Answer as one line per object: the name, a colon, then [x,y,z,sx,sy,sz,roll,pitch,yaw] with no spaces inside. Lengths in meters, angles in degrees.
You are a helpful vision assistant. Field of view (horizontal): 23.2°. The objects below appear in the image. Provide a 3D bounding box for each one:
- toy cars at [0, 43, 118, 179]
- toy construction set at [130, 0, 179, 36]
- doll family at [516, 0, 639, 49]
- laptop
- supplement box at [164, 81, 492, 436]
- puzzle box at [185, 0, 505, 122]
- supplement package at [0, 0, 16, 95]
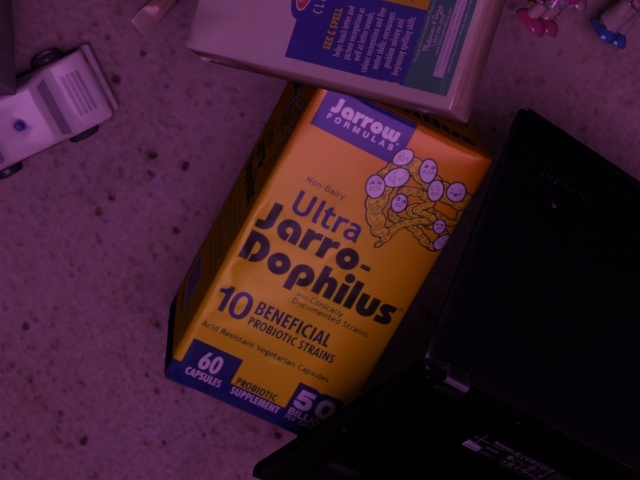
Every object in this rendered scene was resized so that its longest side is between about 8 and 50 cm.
toy cars: [-0.410,-0.152,1.611,0.394,0.087,0.176,14,108,-8]
toy construction set: [-0.207,-0.314,1.456,0.237,0.257,0.309,-53,137,-24]
doll family: [0.285,-0.293,1.550,0.163,0.263,0.118,-44,69,29]
laptop: [0.204,0.136,1.629,0.382,0.236,0.408,29,132,-30]
supplement box: [0.000,0.000,1.631,0.194,0.195,0.356,25,106,-12]
puzzle box: [0.061,-0.328,1.392,0.272,0.052,0.408,17,87,24]
supplement package: [-0.394,-0.286,1.474,0.175,0.177,0.292,-3,89,-2]
